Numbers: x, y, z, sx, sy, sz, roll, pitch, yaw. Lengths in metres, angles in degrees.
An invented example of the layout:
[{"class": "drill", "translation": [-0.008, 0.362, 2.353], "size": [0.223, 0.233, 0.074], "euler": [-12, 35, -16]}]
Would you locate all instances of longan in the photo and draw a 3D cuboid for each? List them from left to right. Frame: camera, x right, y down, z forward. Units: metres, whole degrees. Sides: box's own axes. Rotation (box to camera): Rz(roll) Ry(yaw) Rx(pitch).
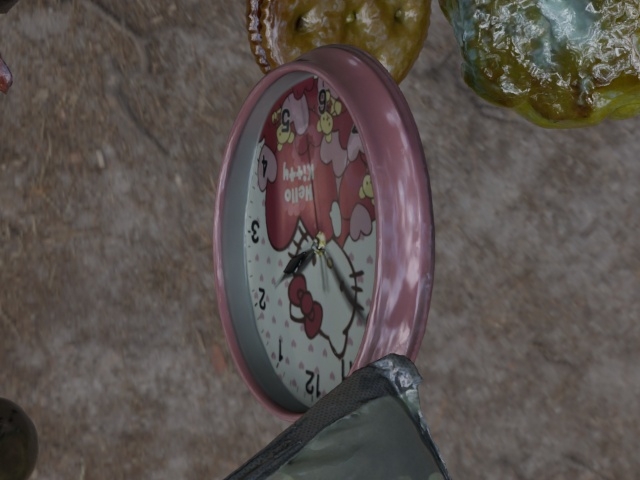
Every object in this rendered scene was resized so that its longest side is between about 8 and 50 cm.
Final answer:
[{"class": "longan", "translation": [-0.286, 0.177, 1.104], "size": [0.113, 0.113, 0.092], "euler": [-36, 77, 3]}]

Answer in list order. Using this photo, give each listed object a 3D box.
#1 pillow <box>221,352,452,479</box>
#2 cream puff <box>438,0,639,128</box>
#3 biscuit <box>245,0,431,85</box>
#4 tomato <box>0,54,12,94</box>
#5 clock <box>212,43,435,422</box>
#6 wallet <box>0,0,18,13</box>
[{"class": "pillow", "translation": [-0.017, 0.165, 0.547], "size": [0.255, 0.059, 0.169], "euler": [-28, 86, -43]}, {"class": "cream puff", "translation": [0.141, -0.128, 0.699], "size": [0.116, 0.146, 0.146], "euler": [-30, 126, -50]}, {"class": "biscuit", "translation": [0.021, -0.247, 1.431], "size": [0.220, 0.066, 0.221], "euler": [-15, 118, -29]}, {"class": "tomato", "translation": [-0.295, -0.141, 0.694], "size": [0.176, 0.290, 0.335], "euler": [-24, 157, -28]}, {"class": "clock", "translation": [0.001, 0.000, 0.824], "size": [0.056, 0.244, 0.244], "euler": [0, 113, -30]}, {"class": "wallet", "translation": [-0.383, -0.292, 1.360], "size": [0.262, 0.071, 0.221], "euler": [-12, 164, -47]}]
